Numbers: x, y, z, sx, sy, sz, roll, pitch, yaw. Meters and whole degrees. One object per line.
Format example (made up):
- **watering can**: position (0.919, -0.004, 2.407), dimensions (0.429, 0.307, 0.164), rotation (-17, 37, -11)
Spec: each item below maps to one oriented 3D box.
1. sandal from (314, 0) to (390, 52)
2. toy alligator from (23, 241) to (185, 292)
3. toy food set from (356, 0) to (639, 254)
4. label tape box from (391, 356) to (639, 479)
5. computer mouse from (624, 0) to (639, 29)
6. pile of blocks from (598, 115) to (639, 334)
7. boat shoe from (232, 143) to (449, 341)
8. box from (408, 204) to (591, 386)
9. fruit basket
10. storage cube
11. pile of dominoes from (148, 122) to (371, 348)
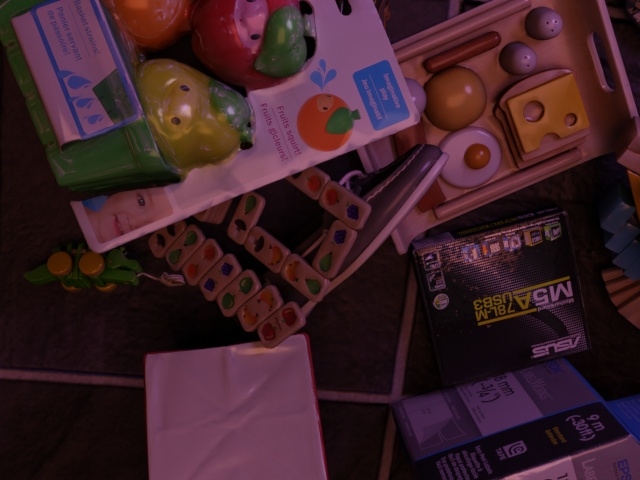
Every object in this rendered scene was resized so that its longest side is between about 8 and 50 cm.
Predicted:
- **sandal**: position (0.044, -0.238, 0.959), dimensions (0.090, 0.060, 0.219), rotation (2, 80, 22)
- **toy alligator**: position (-0.243, 0.026, 1.030), dimensions (0.190, 0.056, 0.051), rotation (-1, 64, 8)
- **toy food set**: position (0.188, -0.140, 1.003), dimensions (0.306, 0.092, 0.219), rotation (-23, 107, 3)
- **label tape box**: position (0.268, 0.228, 1.045), dimensions (0.334, 0.240, 0.105), rotation (-18, 106, 0)
- **computer mouse**: position (0.339, -0.312, 0.998), dimensions (0.071, 0.041, 0.242), rotation (-36, 102, 23)
- **pile of blocks**: position (0.391, 0.041, 1.028), dimensions (0.149, 0.112, 0.362), rotation (-17, 120, 24)
- **boat shoe**: position (0.000, 0.000, 0.982), dimensions (0.095, 0.112, 0.335), rotation (42, 122, -1)
- **box**: position (0.217, 0.067, 1.093), dimensions (0.191, 0.045, 0.184), rotation (-14, 105, 0)
- **fruit basket**: position (-0.124, -0.199, 0.884), dimensions (0.353, 0.165, 0.327), rotation (-22, 88, 7)
- **storage cube**: position (-0.089, 0.230, 1.001), dimensions (0.184, 0.215, 0.193), rotation (-7, 151, -3)
- **pile of dominoes**: position (-0.087, -0.015, 0.959), dimensions (0.251, 0.040, 0.196), rotation (37, 108, 31)
